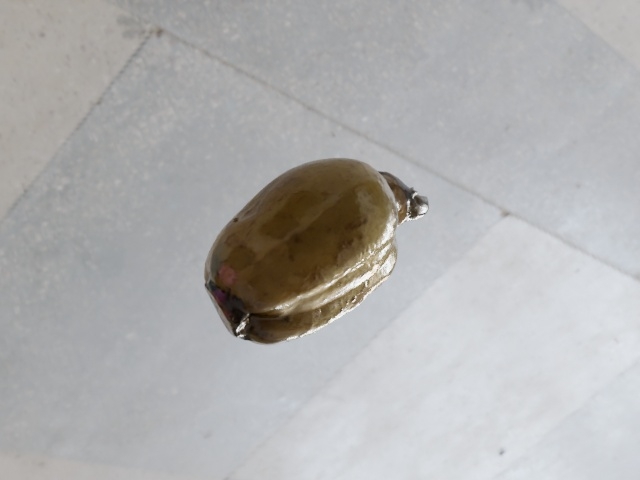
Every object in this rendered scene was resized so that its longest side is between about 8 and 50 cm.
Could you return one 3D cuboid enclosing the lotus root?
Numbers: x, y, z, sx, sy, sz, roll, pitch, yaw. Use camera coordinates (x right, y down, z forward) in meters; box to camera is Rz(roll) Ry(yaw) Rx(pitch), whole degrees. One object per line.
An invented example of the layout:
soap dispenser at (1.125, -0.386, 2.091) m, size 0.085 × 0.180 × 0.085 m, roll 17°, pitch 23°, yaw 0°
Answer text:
lotus root at (0.000, 0.000, 0.848) m, size 0.221 × 0.118 × 0.125 m, roll -36°, pitch 160°, yaw -27°
